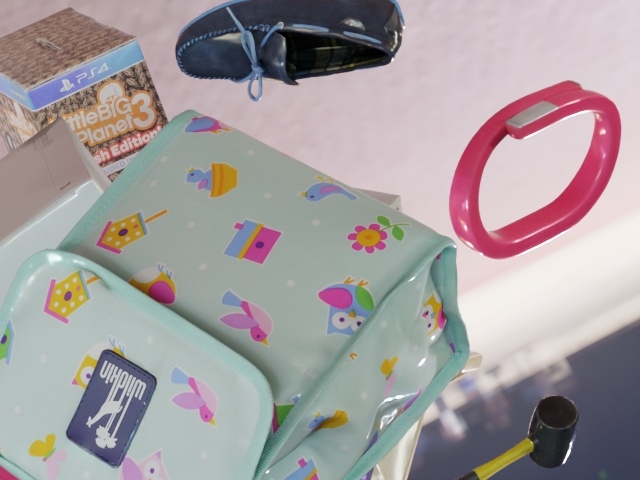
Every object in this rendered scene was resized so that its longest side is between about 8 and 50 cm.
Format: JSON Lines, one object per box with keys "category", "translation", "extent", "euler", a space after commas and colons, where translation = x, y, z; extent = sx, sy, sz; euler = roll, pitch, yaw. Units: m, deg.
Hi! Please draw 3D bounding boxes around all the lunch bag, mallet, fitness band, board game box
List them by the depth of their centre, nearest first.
{"category": "lunch bag", "translation": [-0.070, 0.075, 1.182], "extent": [0.262, 0.223, 0.160], "euler": [-46, 148, -25]}
{"category": "mallet", "translation": [0.131, 0.195, 1.559], "extent": [0.190, 0.039, 0.062], "euler": [-32, 147, -16]}
{"category": "board game box", "translation": [-0.263, -0.098, 2.224], "extent": [0.141, 0.291, 0.232], "euler": [-28, -155, -17]}
{"category": "fitness band", "translation": [0.278, -0.090, 2.469], "extent": [0.291, 0.054, 0.209], "euler": [-24, 130, -37]}

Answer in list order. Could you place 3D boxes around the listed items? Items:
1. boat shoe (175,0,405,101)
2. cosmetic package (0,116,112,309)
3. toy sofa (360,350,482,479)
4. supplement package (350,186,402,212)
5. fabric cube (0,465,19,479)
{"category": "boat shoe", "translation": [-0.040, -0.216, 2.087], "extent": [0.258, 0.089, 0.109], "euler": [-12, 137, 17]}
{"category": "cosmetic package", "translation": [-0.304, 0.030, 1.680], "extent": [0.284, 0.097, 0.377], "euler": [-38, -164, -2]}
{"category": "toy sofa", "translation": [0.028, 0.257, 1.907], "extent": [0.177, 0.362, 0.150], "euler": [16, -178, 12]}
{"category": "supplement package", "translation": [0.000, 0.000, 2.236], "extent": [0.179, 0.105, 0.105], "euler": [11, -150, 34]}
{"category": "fabric cube", "translation": [-0.218, 0.171, 1.945], "extent": [0.259, 0.258, 0.254], "euler": [-42, 171, -48]}
